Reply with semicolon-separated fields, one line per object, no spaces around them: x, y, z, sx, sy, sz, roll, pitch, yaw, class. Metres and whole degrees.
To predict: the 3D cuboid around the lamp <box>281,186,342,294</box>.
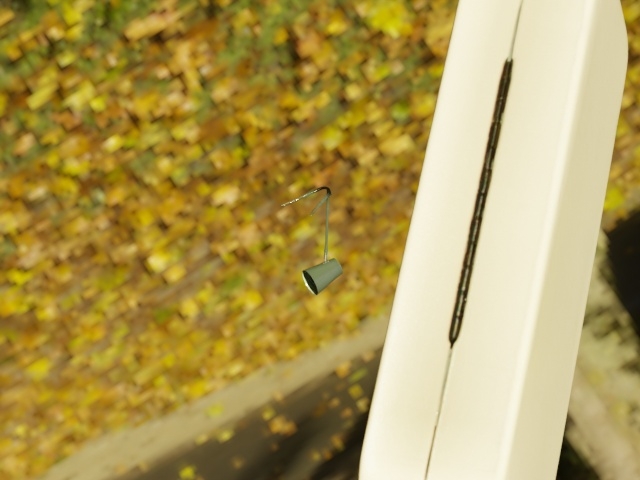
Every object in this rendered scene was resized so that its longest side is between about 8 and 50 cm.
0.001;0.001;1.838;0.054;0.041;0.121;-30;129;-20;lamp

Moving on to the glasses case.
0.102;0.003;0.903;0.076;0.336;0.144;6;158;19;glasses case
